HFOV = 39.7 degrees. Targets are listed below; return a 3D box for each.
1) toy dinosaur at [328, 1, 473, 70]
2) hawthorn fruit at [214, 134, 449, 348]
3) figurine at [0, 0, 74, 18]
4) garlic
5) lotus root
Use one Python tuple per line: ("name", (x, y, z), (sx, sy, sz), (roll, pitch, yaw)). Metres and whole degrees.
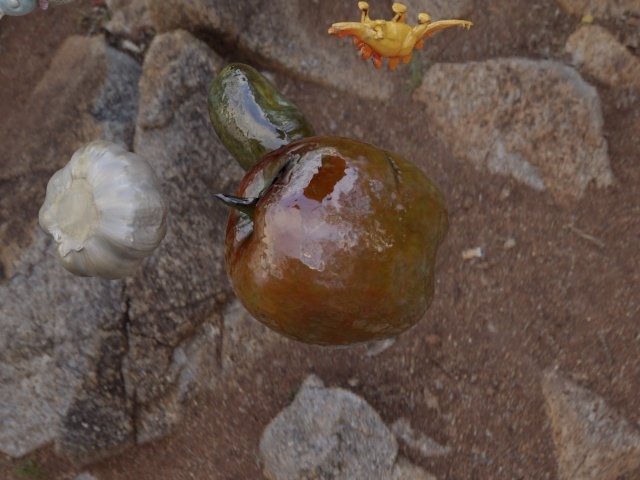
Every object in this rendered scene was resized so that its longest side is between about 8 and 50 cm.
("toy dinosaur", (0.134, -0.355, 1.567), (0.288, 0.117, 0.070), (-7, 51, -30))
("hawthorn fruit", (0.000, 0.000, 1.098), (0.301, 0.268, 0.267), (15, 53, -35))
("figurine", (-0.591, -0.515, 1.772), (0.236, 0.155, 0.127), (-33, 92, -30))
("garlic", (-0.345, -0.047, 1.452), (0.228, 0.152, 0.227), (3, 99, 21))
("lotus root", (-0.111, -0.207, 1.643), (0.152, 0.160, 0.275), (-50, 56, 15))
